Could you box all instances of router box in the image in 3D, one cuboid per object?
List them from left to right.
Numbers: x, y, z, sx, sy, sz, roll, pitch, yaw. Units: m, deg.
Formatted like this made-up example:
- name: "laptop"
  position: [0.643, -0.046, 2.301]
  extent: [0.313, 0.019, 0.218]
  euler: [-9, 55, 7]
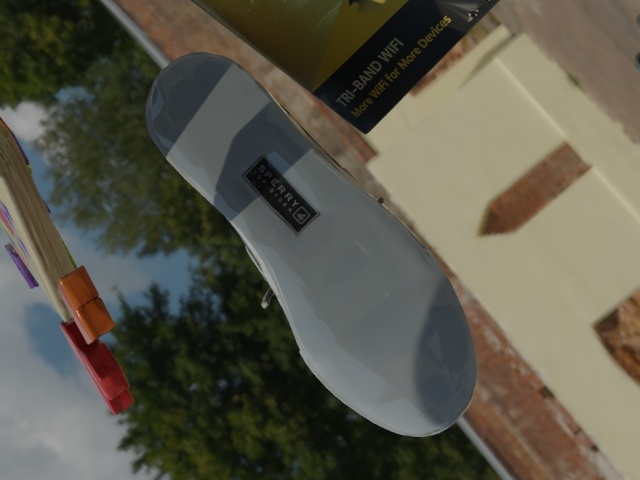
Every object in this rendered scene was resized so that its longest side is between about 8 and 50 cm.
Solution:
- name: "router box"
  position: [0.036, -0.253, 0.768]
  extent: [0.243, 0.309, 0.081]
  euler: [36, -141, -12]

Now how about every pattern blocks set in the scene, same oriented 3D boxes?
- name: "pattern blocks set"
  position: [-0.210, -0.037, 0.758]
  extent: [0.285, 0.026, 0.325]
  euler: [51, 162, 22]

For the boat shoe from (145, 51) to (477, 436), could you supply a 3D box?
- name: "boat shoe"
  position: [-0.003, 0.003, 0.787]
  extent: [0.306, 0.113, 0.105]
  euler: [45, -175, 10]

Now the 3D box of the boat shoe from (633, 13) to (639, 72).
- name: "boat shoe"
  position: [0.259, -0.181, 0.806]
  extent: [0.127, 0.158, 0.340]
  euler: [-3, -130, -39]
